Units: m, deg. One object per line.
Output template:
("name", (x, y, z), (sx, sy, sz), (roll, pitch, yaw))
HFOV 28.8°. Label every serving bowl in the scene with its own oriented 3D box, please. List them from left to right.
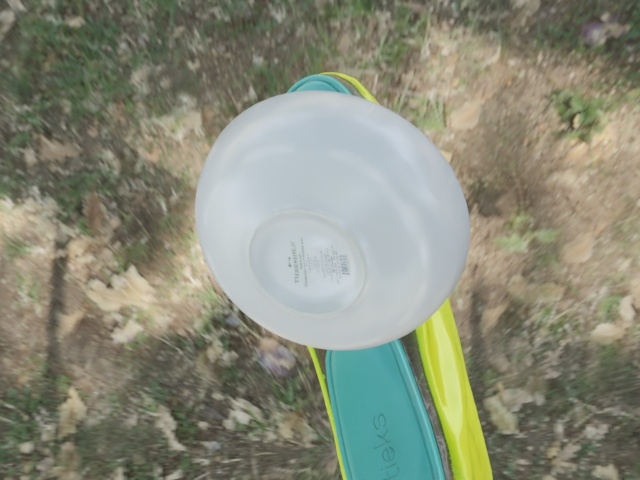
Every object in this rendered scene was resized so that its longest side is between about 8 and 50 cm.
("serving bowl", (0.000, 0.000, 0.360), (0.083, 0.027, 0.083), (9, 123, 14))

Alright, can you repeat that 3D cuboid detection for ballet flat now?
("ballet flat", (0.030, 0.034, 0.580), (0.077, 0.077, 0.231), (-25, 66, 28))
